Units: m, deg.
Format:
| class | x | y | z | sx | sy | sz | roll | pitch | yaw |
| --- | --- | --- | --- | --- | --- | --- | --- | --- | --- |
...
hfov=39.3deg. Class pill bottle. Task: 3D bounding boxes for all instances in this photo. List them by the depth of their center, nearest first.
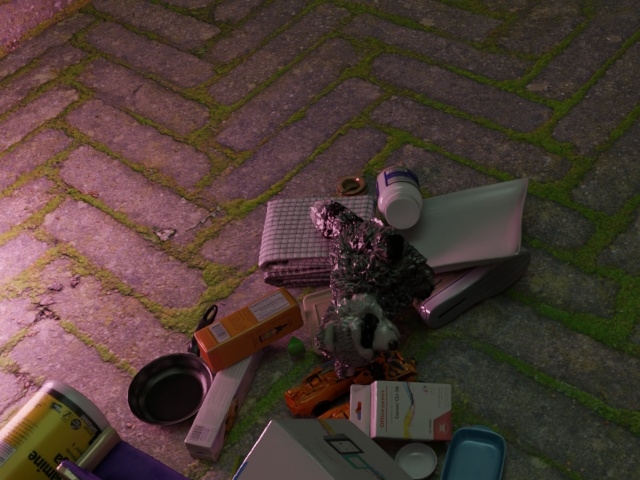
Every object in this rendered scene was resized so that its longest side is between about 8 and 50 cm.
| class | x | y | z | sx | sy | sz | roll | pitch | yaw |
| --- | --- | --- | --- | --- | --- | --- | --- | --- | --- |
| pill bottle | -0.603 | 0.465 | 1.843 | 0.188 | 0.187 | 0.334 | 21 | 54 | 29 |
| pill bottle | 0.196 | -0.104 | 2.223 | 0.112 | 0.112 | 0.186 | -8 | 26 | 5 |

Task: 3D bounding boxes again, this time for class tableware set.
| class | x | y | z | sx | sy | sz | roll | pitch | yaw |
| --- | --- | --- | --- | --- | --- | --- | --- | --- | --- |
| tableware set | 0.138 | -0.159 | 2.407 | 0.194 | 0.039 | 0.128 | -11 | 45 | 1 |

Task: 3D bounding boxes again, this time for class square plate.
| class | x | y | z | sx | sy | sz | roll | pitch | yaw |
| --- | --- | --- | --- | --- | --- | --- | --- | --- | --- |
| square plate | 0.322 | -0.018 | 2.138 | 0.344 | 0.049 | 0.347 | -11 | 29 | 23 |

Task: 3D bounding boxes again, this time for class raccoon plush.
| class | x | y | z | sx | sy | sz | roll | pitch | yaw |
| --- | --- | --- | --- | --- | --- | --- | --- | --- | --- |
| raccoon plush | 0.049 | 0.111 | 1.968 | 0.299 | 0.216 | 0.446 | -47 | 29 | -9 |

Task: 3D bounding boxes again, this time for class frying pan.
| class | x | y | z | sx | sy | sz | roll | pitch | yaw |
| --- | --- | --- | --- | --- | --- | --- | --- | --- | --- |
| frying pan | -0.335 | 0.293 | 2.054 | 0.197 | 0.053 | 0.326 | -7 | 43 | 5 |

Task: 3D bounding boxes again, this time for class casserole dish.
| class | x | y | z | sx | sy | sz | roll | pitch | yaw |
| --- | --- | --- | --- | --- | --- | --- | --- | --- | --- |
| casserole dish | 0.303 | 0.453 | 1.772 | 0.114 | 0.037 | 0.188 | 7 | 47 | 18 |

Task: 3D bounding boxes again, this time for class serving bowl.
| class | x | y | z | sx | sy | sz | roll | pitch | yaw |
| --- | --- | --- | --- | --- | --- | --- | --- | --- | --- |
| serving bowl | 0.193 | 0.449 | 1.804 | 0.083 | 0.027 | 0.083 | -6 | 45 | 6 |

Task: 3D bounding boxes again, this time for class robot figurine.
| class | x | y | z | sx | sy | sz | roll | pitch | yaw |
| --- | --- | --- | --- | --- | --- | --- | --- | --- | --- |
| robot figurine | 0.082 | 0.318 | 1.917 | 0.291 | 0.085 | 0.211 | -28 | 48 | -15 |

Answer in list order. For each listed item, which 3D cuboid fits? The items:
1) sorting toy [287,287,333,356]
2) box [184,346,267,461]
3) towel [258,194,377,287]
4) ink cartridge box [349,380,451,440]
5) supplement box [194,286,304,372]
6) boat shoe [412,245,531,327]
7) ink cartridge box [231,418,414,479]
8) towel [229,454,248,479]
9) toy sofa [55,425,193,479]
| class | x | y | z | sx | sy | sz | roll | pitch | yaw |
| --- | --- | --- | --- | --- | --- | --- | --- | --- | --- |
| sorting toy | 0.063 | 0.180 | 2.069 | 0.348 | 0.047 | 0.196 | -16 | 37 | 1 |
| box | -0.202 | 0.332 | 1.977 | 0.067 | 0.063 | 0.324 | 8 | 48 | 17 |
| towel | 0.000 | 0.000 | 2.228 | 0.284 | 0.121 | 0.235 | -4 | 44 | 11 |
| ink cartridge box | 0.162 | 0.347 | 1.819 | 0.198 | 0.067 | 0.115 | 3 | 73 | -7 |
| supplement box | -0.157 | 0.198 | 2.001 | 0.234 | 0.078 | 0.080 | -25 | 44 | -15 |
| boat shoe | 0.346 | 0.087 | 2.076 | 0.302 | 0.109 | 0.094 | -29 | 45 | -13 |
| ink cartridge box | -0.002 | 0.457 | 1.615 | 0.197 | 0.270 | 0.198 | 39 | 101 | 31 |
| towel | -0.070 | 0.486 | 1.828 | 0.237 | 0.021 | 0.102 | -1 | 47 | 11 |
| toy sofa | -0.331 | 0.502 | 1.758 | 0.363 | 0.177 | 0.150 | 20 | 54 | 29 |
